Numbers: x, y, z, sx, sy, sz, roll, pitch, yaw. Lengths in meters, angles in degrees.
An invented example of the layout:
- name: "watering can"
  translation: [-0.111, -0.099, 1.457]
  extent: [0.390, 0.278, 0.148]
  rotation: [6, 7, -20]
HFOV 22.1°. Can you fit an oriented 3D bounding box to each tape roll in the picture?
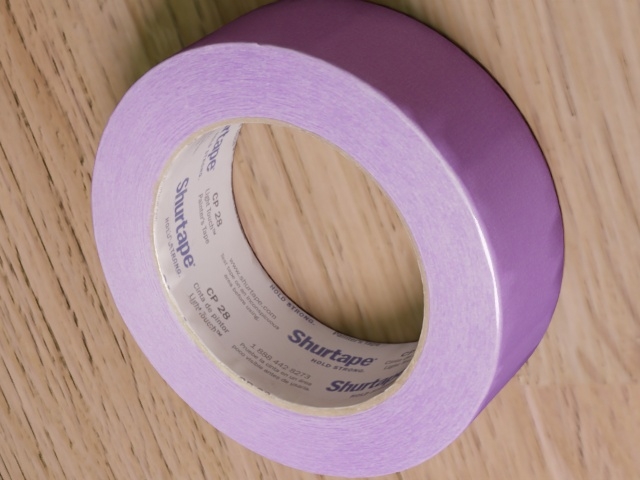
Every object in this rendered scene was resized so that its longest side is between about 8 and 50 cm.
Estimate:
- name: "tape roll"
  translation: [0.000, 0.000, 0.966]
  extent: [0.275, 0.090, 0.274]
  rotation: [16, 123, 26]
